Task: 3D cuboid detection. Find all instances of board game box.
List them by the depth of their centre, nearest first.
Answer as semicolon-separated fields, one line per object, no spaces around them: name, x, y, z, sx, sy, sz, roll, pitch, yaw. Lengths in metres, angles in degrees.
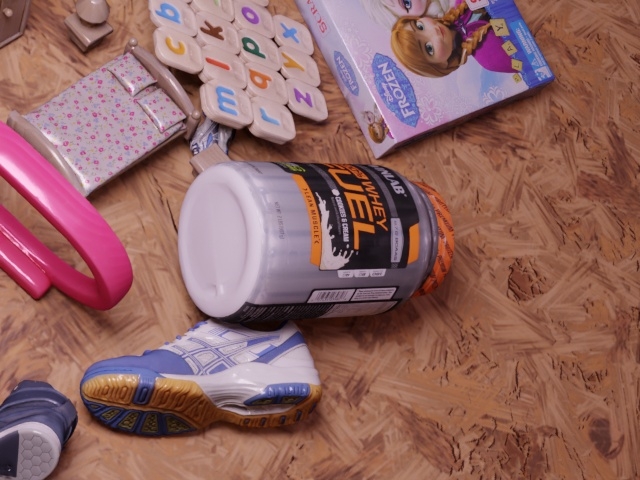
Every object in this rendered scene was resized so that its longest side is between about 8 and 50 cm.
board game box;0.141;-0.314;1.893;0.318;0.066;0.319;-25;83;-31

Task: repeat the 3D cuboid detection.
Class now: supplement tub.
supplement tub;0.000;0.000;1.619;0.316;0.193;0.194;-1;72;-38

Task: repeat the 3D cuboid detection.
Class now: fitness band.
fitness band;-0.332;-0.030;1.472;0.291;0.209;0.054;44;58;-6

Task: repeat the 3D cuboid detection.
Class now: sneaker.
sneaker;-0.370;0.234;1.434;0.226;0.163;0.086;-22;106;8
sneaker;-0.148;0.154;1.573;0.296;0.112;0.131;4;52;-26
sneaker;-0.146;-0.116;1.694;0.058;0.052;0.135;13;72;2

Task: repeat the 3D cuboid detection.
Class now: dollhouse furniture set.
dollhouse furniture set;-0.301;-0.163;1.529;0.355;0.174;0.303;47;59;7

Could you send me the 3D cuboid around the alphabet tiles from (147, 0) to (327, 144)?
alphabet tiles;-0.111;-0.257;1.722;0.278;0.021;0.284;17;50;-39
